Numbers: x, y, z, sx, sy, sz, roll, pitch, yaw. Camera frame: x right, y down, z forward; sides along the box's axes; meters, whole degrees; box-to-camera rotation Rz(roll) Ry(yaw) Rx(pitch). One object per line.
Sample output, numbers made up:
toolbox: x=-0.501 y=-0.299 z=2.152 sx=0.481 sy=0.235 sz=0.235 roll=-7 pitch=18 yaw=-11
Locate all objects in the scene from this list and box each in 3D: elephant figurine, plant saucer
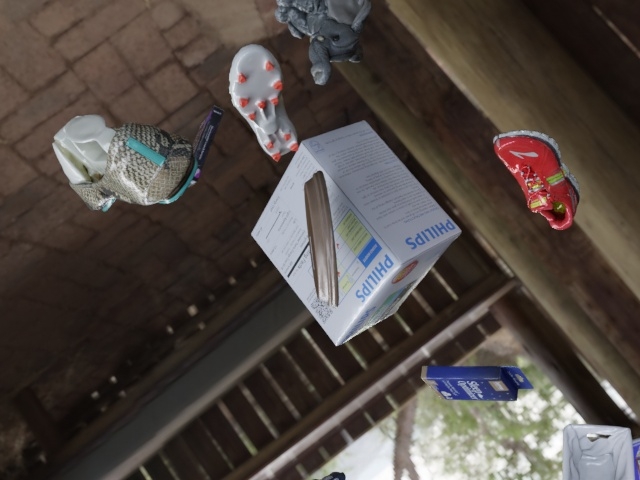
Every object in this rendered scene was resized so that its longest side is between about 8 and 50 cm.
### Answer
elephant figurine: x=0.028 y=-0.418 z=1.756 sx=0.186 sy=0.239 sz=0.169 roll=-43 pitch=154 yaw=9
plant saucer: x=0.000 y=0.000 z=1.755 sx=0.041 sy=0.278 sz=0.278 roll=-8 pitch=162 yaw=-3

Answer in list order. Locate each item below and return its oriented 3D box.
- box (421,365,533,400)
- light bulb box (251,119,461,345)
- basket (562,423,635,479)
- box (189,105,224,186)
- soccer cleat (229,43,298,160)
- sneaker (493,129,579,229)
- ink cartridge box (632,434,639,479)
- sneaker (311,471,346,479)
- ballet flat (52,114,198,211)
box: x=0.357 y=0.325 z=2.001 sx=0.225 sy=0.037 sz=0.136 roll=-6 pitch=147 yaw=29
light bulb box: x=0.072 y=-0.016 z=2.055 sx=0.225 sy=0.361 sz=0.358 roll=-24 pitch=158 yaw=-39
basket: x=0.464 y=0.406 z=1.481 sx=0.113 sy=0.167 sz=0.103 roll=1 pitch=149 yaw=13
box: x=-0.250 y=-0.194 z=1.841 sx=0.116 sy=0.029 sz=0.162 roll=174 pitch=-64 yaw=-73
soccer cleat: x=-0.075 y=-0.177 z=1.087 sx=0.068 sy=0.076 sz=0.196 roll=-24 pitch=148 yaw=-3
sneaker: x=0.443 y=-0.118 z=1.768 sx=0.107 sy=0.279 sz=0.118 roll=-16 pitch=-132 yaw=41
ink cartridge box: x=0.668 y=0.538 z=1.889 sx=0.206 sy=0.208 sz=0.045 roll=-11 pitch=172 yaw=-23
sneaker: x=-0.026 y=0.386 z=1.130 sx=0.153 sy=0.099 sz=0.282 roll=-20 pitch=-175 yaw=10
ballet flat: x=-0.364 y=-0.148 z=1.515 sx=0.164 sy=0.182 sz=0.482 roll=-61 pitch=-156 yaw=-12
